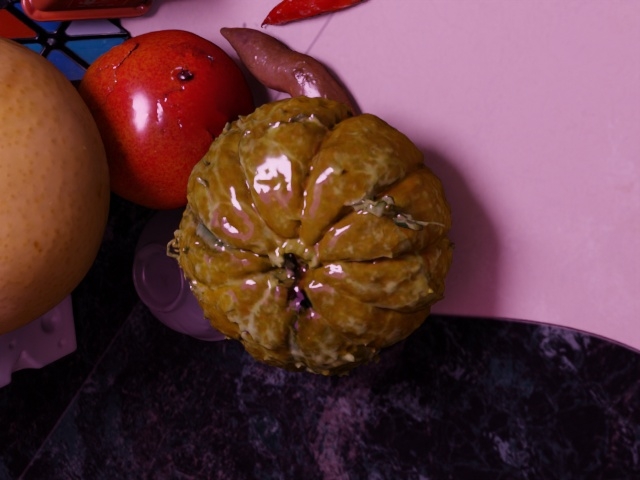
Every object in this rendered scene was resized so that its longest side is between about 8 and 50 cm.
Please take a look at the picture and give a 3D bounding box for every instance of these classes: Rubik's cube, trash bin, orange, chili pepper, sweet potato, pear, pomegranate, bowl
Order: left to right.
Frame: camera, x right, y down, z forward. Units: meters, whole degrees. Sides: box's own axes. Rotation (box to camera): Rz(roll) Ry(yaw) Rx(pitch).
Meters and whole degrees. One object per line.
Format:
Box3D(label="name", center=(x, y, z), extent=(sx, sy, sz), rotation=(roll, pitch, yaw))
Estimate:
Box3D(label="pear", center=(-0.396, -0.055, 1.713), extent=(0.348, 0.348, 0.348), rotation=(9, 105, 36))
Box3D(label="Rubik's cube", center=(-0.347, -0.181, 2.020), extent=(0.234, 0.284, 0.250), rotation=(98, 154, -43))
Box3D(label="trash bin", center=(-0.259, -0.346, 1.804), extent=(0.238, 0.161, 0.184), rotation=(-163, 69, -76))
Box3D(label="pomegranate", center=(-0.184, -0.132, 1.816), extent=(0.235, 0.210, 0.210), rotation=(-25, 84, 35))
Box3D(label="bowl", center=(-0.166, 0.038, 1.914), extent=(0.189, 0.086, 0.189), rotation=(9, 106, 36))
Box3D(label="sweet potato", center=(-0.033, -0.185, 1.785), extent=(0.218, 0.051, 0.065), rotation=(42, 124, 23))
Box3D(label="chili pepper", center=(-0.008, -0.267, 1.765), extent=(0.178, 0.027, 0.045), rotation=(-15, 91, 41))
Box3D(label="orange", center=(0.000, 0.000, 1.687), extent=(0.300, 0.223, 0.301), rotation=(23, 113, 15))

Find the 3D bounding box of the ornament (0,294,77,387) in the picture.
Box3D(label="ornament", center=(-0.486, 0.050, 2.048), extent=(0.239, 0.239, 0.240), rotation=(12, 115, 35))
